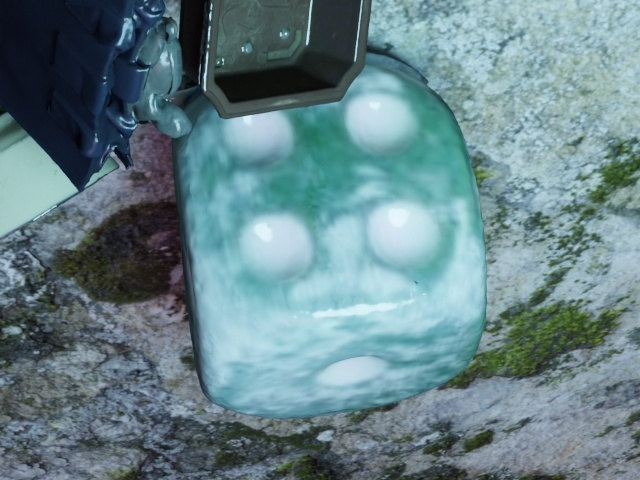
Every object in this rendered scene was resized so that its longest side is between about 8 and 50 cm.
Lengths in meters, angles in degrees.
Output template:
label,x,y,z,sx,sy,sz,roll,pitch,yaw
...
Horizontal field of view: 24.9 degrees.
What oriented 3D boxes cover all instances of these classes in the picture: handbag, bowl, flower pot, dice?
label,x,y,z,sx,sy,sz,roll,pitch,yaw
handbag,-0.239,-0.223,1.471,0.118,0.269,0.325,-30,159,-33
bowl,-0.368,-0.077,1.702,0.238,0.238,0.126,-26,101,25
flower pot,-0.057,-0.232,1.533,0.251,0.084,0.179,-14,118,-46
dice,0.000,0.000,1.712,0.328,0.348,0.330,-6,156,-8

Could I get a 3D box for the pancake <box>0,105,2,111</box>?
label,x,y,z,sx,sy,sz,roll,pitch,yaw
pancake,-0.547,-0.131,1.713,0.376,0.054,0.197,-16,143,15

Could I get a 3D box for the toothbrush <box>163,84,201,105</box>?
label,x,y,z,sx,sy,sz,roll,pitch,yaw
toothbrush,-0.115,-0.174,1.730,0.386,0.040,0.040,-1,143,-8
